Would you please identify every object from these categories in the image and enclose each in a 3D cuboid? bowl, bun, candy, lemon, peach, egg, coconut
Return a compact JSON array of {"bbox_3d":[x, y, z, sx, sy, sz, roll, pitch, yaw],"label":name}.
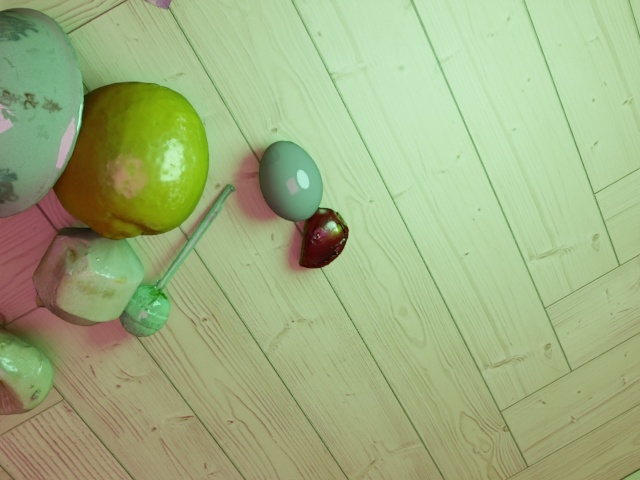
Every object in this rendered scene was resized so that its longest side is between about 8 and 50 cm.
[{"bbox_3d":[-0.679,-0.263,1.198,0.435,0.196,0.434,-2,85,26],"label":"bowl"},{"bbox_3d":[-0.766,0.307,1.522,0.259,0.160,0.259,5,128,6],"label":"bun"},{"bbox_3d":[-0.345,0.044,1.559,0.119,0.119,0.439,33,92,-20],"label":"candy"},{"bbox_3d":[-0.395,-0.169,1.343,0.348,0.348,0.347,-4,110,-10],"label":"lemon"},{"bbox_3d":[0.000,0.001,1.604,0.127,0.092,0.172,29,99,-22],"label":"peach"},{"bbox_3d":[-0.071,-0.140,1.510,0.147,0.146,0.198,-16,103,-5],"label":"egg"},{"bbox_3d":[-0.528,0.068,1.459,0.241,0.241,0.241,-4,110,-10],"label":"coconut"}]

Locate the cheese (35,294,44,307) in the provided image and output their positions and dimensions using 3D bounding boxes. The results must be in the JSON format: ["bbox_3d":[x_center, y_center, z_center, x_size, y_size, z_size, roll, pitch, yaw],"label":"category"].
[{"bbox_3d":[-0.653,0.143,1.558,0.083,0.030,0.044,-1,89,-6],"label":"cheese"}]

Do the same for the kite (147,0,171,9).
[{"bbox_3d":[-0.441,-0.621,1.342,0.310,0.015,0.169,15,105,-18],"label":"kite"}]
